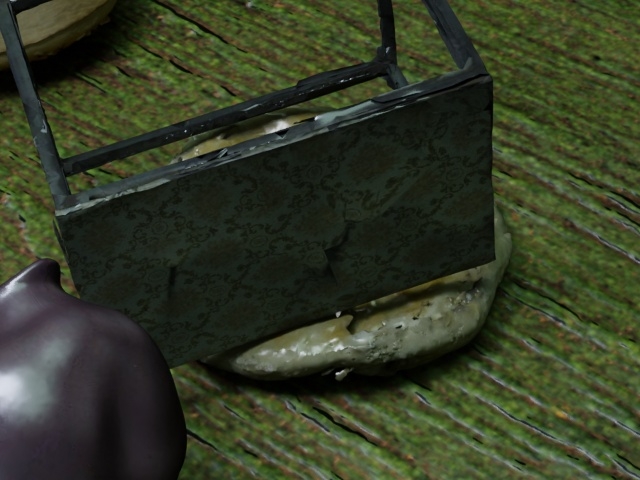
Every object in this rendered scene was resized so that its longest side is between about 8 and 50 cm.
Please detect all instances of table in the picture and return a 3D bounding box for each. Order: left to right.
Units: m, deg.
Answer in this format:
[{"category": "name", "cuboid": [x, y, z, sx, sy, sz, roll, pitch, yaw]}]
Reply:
[{"category": "table", "cuboid": [-0.063, -0.096, 1.362, 0.335, 0.222, 0.272, -18, 50, -7]}]

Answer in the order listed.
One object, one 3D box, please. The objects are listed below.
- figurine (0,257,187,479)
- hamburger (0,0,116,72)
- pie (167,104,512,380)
[{"category": "figurine", "cuboid": [-0.254, 0.096, 1.214, 0.365, 0.206, 0.218, 35, 92, 31]}, {"category": "hamburger", "cuboid": [-0.341, -0.285, 1.676, 0.300, 0.176, 0.300, 0, 47, 0]}, {"category": "pie", "cuboid": [0.000, 0.001, 1.470, 0.339, 0.077, 0.339, -2, 47, 2]}]
